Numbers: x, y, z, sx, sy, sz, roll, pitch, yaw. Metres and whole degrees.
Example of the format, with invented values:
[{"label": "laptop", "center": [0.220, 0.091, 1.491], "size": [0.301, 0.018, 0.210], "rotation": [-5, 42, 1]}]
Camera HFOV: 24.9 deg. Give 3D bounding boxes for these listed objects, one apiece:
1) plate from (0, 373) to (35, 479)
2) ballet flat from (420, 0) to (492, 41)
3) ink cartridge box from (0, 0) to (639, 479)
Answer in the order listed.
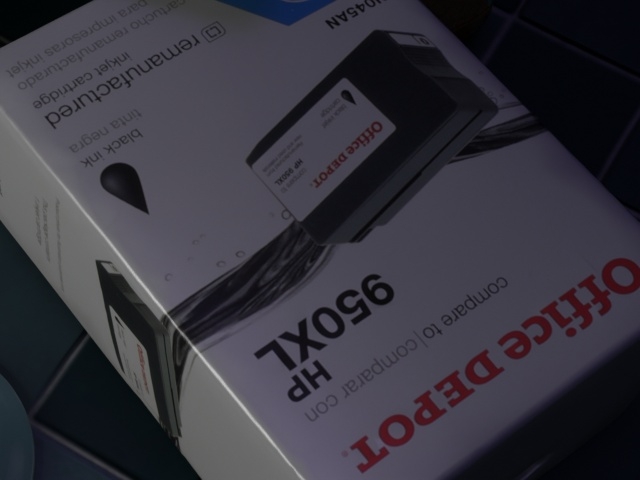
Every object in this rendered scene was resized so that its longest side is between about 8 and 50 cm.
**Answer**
[{"label": "plate", "center": [-0.275, 0.138, 0.909], "size": [0.188, 0.024, 0.188], "rotation": [3, 58, -5]}, {"label": "ballet flat", "center": [-0.027, -0.245, 1.117], "size": [0.342, 0.124, 0.116], "rotation": [19, 58, 4]}, {"label": "ink cartridge box", "center": [0.000, 0.000, 0.945], "size": [0.285, 0.166, 0.395], "rotation": [-33, 68, -23]}]
